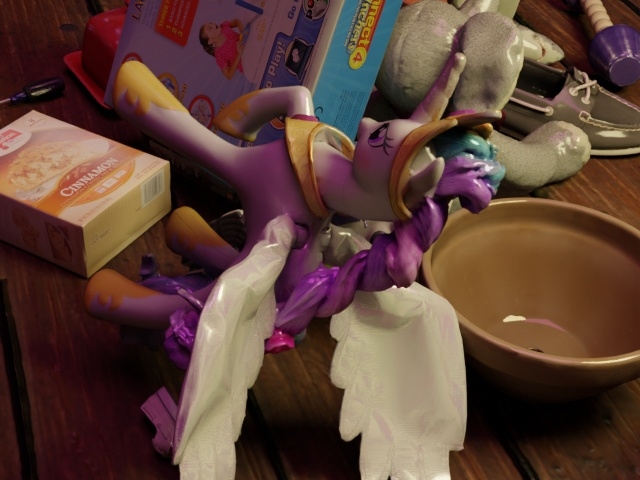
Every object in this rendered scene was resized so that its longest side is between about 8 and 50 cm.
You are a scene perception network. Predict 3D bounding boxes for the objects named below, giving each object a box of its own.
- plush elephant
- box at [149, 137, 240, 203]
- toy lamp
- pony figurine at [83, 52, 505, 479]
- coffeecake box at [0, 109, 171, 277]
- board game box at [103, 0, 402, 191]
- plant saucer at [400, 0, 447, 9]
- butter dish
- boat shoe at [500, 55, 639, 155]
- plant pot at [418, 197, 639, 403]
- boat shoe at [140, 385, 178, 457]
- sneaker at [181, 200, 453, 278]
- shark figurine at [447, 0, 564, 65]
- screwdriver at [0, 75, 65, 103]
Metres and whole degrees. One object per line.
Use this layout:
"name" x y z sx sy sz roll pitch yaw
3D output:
"plush elephant" 0.126 -0.160 1.181 0.272 0.255 0.330 25 41 25
"box" -0.115 -0.097 1.260 0.137 0.027 0.094 28 43 29
"toy lamp" 0.398 -0.301 1.555 0.080 0.080 0.275 2 37 -4
"pony figurine" -0.032 0.026 0.859 0.363 0.351 0.303 11 3 43
"coffeecake box" -0.272 -0.053 1.149 0.185 0.068 0.142 21 40 21
"board game box" -0.073 -0.225 1.148 0.086 0.308 0.302 -2 29 -48
"plant saucer" 0.195 -0.362 1.649 0.200 0.037 0.200 4 36 -3
"butter dish" -0.226 -0.251 1.380 0.160 0.118 0.160 -17 42 -27
"boat shoe" 0.252 -0.187 1.367 0.335 0.095 0.112 15 36 14
"plant pot" 0.202 0.070 1.001 0.237 0.110 0.237 4 35 -3
"boat shoe" -0.120 0.163 0.907 0.035 0.035 0.100 -36 50 -6
"sneaker" 0.000 0.000 1.038 0.275 0.107 0.110 -18 3 19
"shark figurine" 0.205 -0.348 1.503 0.166 0.278 0.116 -22 21 8
"screwdriver" -0.387 -0.163 1.335 0.170 0.025 0.024 -27 47 -23
